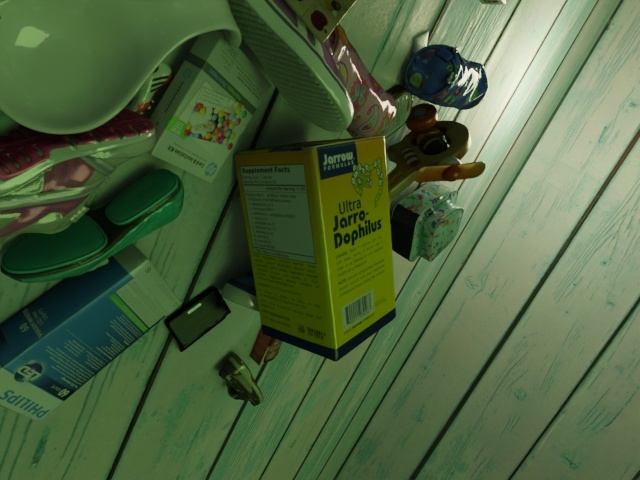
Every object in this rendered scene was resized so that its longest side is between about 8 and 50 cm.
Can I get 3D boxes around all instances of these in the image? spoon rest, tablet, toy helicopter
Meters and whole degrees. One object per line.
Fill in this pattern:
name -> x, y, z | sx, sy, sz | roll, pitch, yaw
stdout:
spoon rest -> -0.209, -0.209, 0.440 | 0.276, 0.084, 0.137 | -30, 106, -22
tablet -> 0.236, -0.447, 0.981 | 0.054, 0.006, 0.083 | -38, 146, -27
toy helicopter -> 0.239, -0.172, 1.033 | 0.355, 0.235, 0.140 | -43, 139, -11

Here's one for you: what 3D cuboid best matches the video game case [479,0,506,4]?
video game case -> 0.354, -0.650, 0.825 | 0.244, 0.061, 0.270 | -23, 125, -55

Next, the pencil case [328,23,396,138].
pencil case -> 0.041, -0.280, 0.755 | 0.124, 0.124, 0.284 | -59, 151, 6

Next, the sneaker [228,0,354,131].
sneaker -> -0.017, -0.297, 0.563 | 0.282, 0.102, 0.161 | 49, 67, -25

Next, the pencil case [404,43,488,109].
pencil case -> 0.326, -0.403, 1.029 | 0.133, 0.119, 0.306 | -42, 164, 35

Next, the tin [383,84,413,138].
tin -> 0.156, -0.296, 0.986 | 0.189, 0.040, 0.106 | -40, 151, -26

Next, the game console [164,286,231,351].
game console -> -0.257, 0.166, 0.864 | 0.122, 0.071, 0.107 | -38, 116, -29

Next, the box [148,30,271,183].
box -> -0.162, -0.188, 0.602 | 0.186, 0.038, 0.145 | -56, 161, 3

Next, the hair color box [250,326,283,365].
hair color box -> -0.131, 0.261, 1.110 | 0.072, 0.043, 0.141 | -7, 125, -54

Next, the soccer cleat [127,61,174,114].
soccer cleat -> -0.226, -0.199, 0.533 | 0.083, 0.029, 0.035 | -53, 142, -11

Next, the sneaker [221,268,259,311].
sneaker -> -0.063, 0.044, 0.944 | 0.322, 0.130, 0.236 | 17, 89, -48

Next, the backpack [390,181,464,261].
backpack -> 0.355, -0.072, 1.360 | 0.253, 0.191, 0.225 | -44, 148, -30

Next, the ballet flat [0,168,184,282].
ballet flat -> -0.294, -0.008, 0.574 | 0.247, 0.083, 0.087 | -38, 160, -25

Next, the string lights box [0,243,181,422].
string lights box -> -0.356, 0.130, 0.618 | 0.259, 0.076, 0.133 | -42, 147, -23

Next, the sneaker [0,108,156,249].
sneaker -> -0.308, -0.076, 0.475 | 0.252, 0.103, 0.111 | -31, 147, -27

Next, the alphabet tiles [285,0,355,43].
alphabet tiles -> -0.013, -0.397, 0.529 | 0.198, 0.009, 0.237 | 43, 59, -24

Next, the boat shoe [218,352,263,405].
boat shoe -> -0.212, 0.378, 1.082 | 0.073, 0.080, 0.224 | -35, 140, -23

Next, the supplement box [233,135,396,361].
supplement box -> 0.000, 0.000, 0.765 | 0.195, 0.194, 0.357 | -22, 112, -45
